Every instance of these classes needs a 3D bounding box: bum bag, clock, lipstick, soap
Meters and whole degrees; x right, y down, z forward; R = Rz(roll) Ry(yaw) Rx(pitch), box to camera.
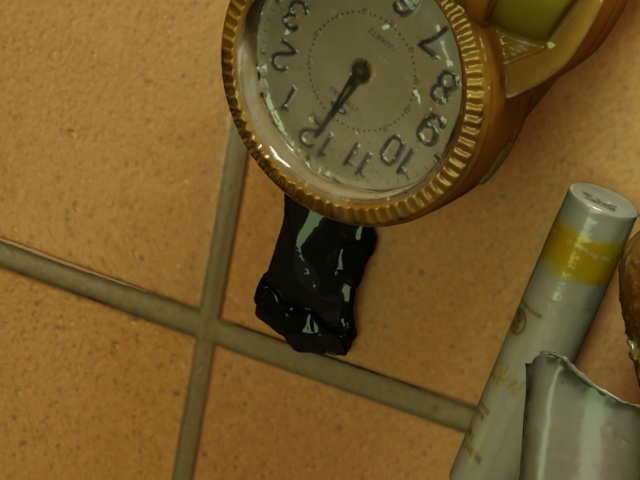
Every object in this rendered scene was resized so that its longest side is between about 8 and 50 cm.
[{"bbox_3d":[0.000,0.000,1.569,0.087,0.049,0.198,18,106,16],"label":"bum bag"},{"bbox_3d":[0.075,-0.163,1.417,0.244,0.200,0.317,42,120,16],"label":"clock"},{"bbox_3d":[0.168,0.084,1.496,0.059,0.059,0.264,28,113,19],"label":"lipstick"},{"bbox_3d":[0.259,0.233,1.403,0.159,0.258,0.302,11,97,42],"label":"soap"}]

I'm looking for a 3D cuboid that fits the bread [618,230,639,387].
[{"bbox_3d":[0.332,0.057,1.338,0.246,0.176,0.195,-19,93,30],"label":"bread"}]
